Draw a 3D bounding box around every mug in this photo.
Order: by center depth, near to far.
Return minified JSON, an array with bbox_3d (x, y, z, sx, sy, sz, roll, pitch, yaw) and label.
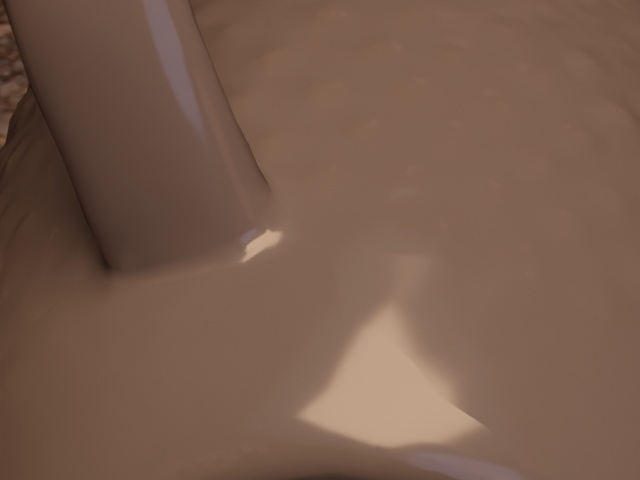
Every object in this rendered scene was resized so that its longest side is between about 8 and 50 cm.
[{"bbox_3d":[0.000,0.000,0.548,0.276,0.374,0.328,-18,26,14],"label":"mug"}]
